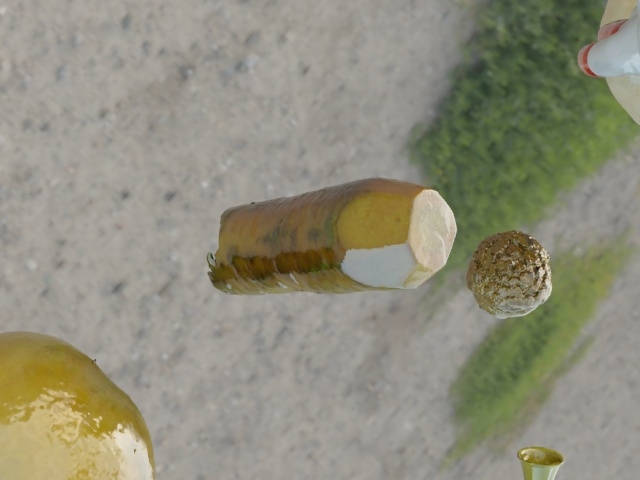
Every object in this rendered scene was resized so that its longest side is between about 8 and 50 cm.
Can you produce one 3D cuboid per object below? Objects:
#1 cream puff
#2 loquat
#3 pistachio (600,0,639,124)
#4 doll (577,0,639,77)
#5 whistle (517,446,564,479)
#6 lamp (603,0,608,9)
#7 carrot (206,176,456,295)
[{"bbox_3d":[0.279,0.044,2.051,0.144,0.126,0.103,-68,164,-46],"label":"cream puff"},{"bbox_3d":[-0.313,0.242,1.451,0.275,0.275,0.275,-35,148,-26],"label":"loquat"},{"bbox_3d":[0.444,-0.227,1.649,0.230,0.230,0.309,-55,146,9],"label":"pistachio"},{"bbox_3d":[0.292,-0.166,1.097,0.188,0.099,0.384,-19,-177,16],"label":"doll"},{"bbox_3d":[0.202,0.259,1.349,0.057,0.046,0.109,-9,109,-57],"label":"whistle"},{"bbox_3d":[0.538,-0.287,1.900,0.266,0.269,0.047,-37,-173,-27],"label":"lamp"},{"bbox_3d":[0.000,0.000,1.408,0.114,0.302,0.114,6,81,-44],"label":"carrot"}]
